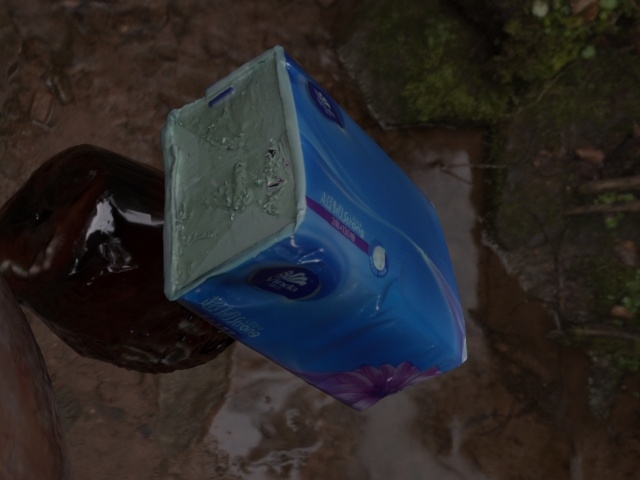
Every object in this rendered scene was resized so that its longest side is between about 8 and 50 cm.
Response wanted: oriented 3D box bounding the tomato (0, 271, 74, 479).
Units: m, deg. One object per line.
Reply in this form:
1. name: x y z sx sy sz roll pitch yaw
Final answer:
1. tomato: -0.247 0.103 0.289 0.317 0.283 0.316 20 59 -38

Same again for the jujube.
1. jujube: -0.234 0.037 1.030 0.259 0.376 0.258 -7 57 10

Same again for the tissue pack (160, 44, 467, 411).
1. tissue pack: 0.000 0.000 0.720 0.263 0.146 0.198 38 33 -44
